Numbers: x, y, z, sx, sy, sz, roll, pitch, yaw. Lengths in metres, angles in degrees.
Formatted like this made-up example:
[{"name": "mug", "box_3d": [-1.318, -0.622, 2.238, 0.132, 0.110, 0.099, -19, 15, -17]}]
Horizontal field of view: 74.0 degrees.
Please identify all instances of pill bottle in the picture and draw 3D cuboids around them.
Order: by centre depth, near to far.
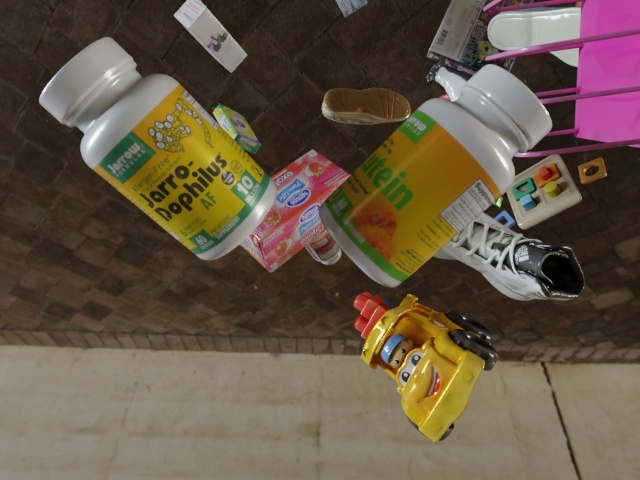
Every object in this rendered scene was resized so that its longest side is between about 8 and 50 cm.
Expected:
[{"name": "pill bottle", "box_3d": [-0.153, -0.086, 0.423, 0.118, 0.117, 0.208, -28, 120, 31]}, {"name": "pill bottle", "box_3d": [0.128, -0.073, 0.489, 0.246, 0.136, 0.136, -44, 125, 14]}, {"name": "pill bottle", "box_3d": [0.000, 0.000, 1.061, 0.086, 0.086, 0.152, -11, 148, 15]}]

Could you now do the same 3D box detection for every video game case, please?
[{"name": "video game case", "box_3d": [0.417, -0.543, 1.093, 0.210, 0.232, 0.042, 24, 178, 4]}]

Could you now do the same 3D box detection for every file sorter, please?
[{"name": "file sorter", "box_3d": [0.343, -0.275, 0.598, 0.182, 0.202, 0.290, -6, 108, 6]}]

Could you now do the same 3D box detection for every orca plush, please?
[{"name": "orca plush", "box_3d": [0.373, -0.320, 1.052, 0.102, 0.287, 0.151, 1, 128, -56]}]

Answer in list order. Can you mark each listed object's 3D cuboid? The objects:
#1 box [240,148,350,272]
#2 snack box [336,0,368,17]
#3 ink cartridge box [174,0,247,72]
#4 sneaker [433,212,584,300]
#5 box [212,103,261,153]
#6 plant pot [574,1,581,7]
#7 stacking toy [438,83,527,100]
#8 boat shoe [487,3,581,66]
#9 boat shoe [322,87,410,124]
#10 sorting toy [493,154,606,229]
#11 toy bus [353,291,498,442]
[{"name": "box", "box_3d": [-0.062, -0.070, 0.939, 0.257, 0.128, 0.122, -38, 148, -22]}, {"name": "snack box", "box_3d": [0.060, -0.658, 1.014, 0.070, 0.207, 0.174, -20, 122, 31]}, {"name": "ink cartridge box", "box_3d": [-0.265, -0.488, 0.982, 0.061, 0.104, 0.181, -46, 142, 4]}, {"name": "sneaker", "box_3d": [0.371, -0.010, 0.923, 0.448, 0.169, 0.257, 29, 174, -3]}, {"name": "box", "box_3d": [-0.265, -0.357, 1.329, 0.043, 0.179, 0.105, -46, 149, 20]}, {"name": "plant pot", "box_3d": [0.723, -0.557, 0.974, 0.291, 0.291, 0.203, -6, 111, 10]}, {"name": "stacking toy", "box_3d": [0.436, -0.284, 1.215, 0.130, 0.279, 0.309, 28, 171, -41]}, {"name": "boat shoe", "box_3d": [0.530, -0.458, 0.917, 0.319, 0.099, 0.116, 32, 151, 39]}, {"name": "boat shoe", "box_3d": [0.084, -0.250, 0.803, 0.170, 0.062, 0.059, 4, 171, -13]}, {"name": "sorting toy", "box_3d": [0.648, -0.153, 1.263, 0.047, 0.195, 0.348, 31, 131, -31]}, {"name": "toy bus", "box_3d": [0.134, 0.157, 0.638, 0.212, 0.220, 0.149, 32, 101, 14]}]
